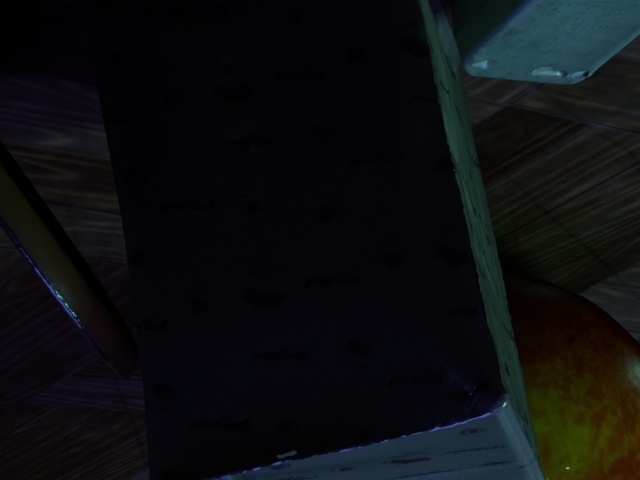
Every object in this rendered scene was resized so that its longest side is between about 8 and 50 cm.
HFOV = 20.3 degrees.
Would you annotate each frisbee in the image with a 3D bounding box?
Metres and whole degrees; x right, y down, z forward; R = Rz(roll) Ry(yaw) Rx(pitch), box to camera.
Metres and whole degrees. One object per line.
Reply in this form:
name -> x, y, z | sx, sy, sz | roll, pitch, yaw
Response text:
frisbee -> -0.167, -0.034, 0.924 | 0.021, 0.251, 0.251 | -35, 158, -4

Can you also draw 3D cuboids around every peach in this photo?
peach -> 0.101, 0.177, 1.451 | 0.370, 0.370, 0.370 | -7, 159, -3

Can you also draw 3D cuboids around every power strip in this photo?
power strip -> 0.174, -0.169, 0.940 | 0.093, 0.053, 0.288 | 4, 155, -26

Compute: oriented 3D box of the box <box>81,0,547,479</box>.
box -> 0.000, 0.000, 0.981 | 0.190, 0.297, 0.225 | -14, 158, 8
